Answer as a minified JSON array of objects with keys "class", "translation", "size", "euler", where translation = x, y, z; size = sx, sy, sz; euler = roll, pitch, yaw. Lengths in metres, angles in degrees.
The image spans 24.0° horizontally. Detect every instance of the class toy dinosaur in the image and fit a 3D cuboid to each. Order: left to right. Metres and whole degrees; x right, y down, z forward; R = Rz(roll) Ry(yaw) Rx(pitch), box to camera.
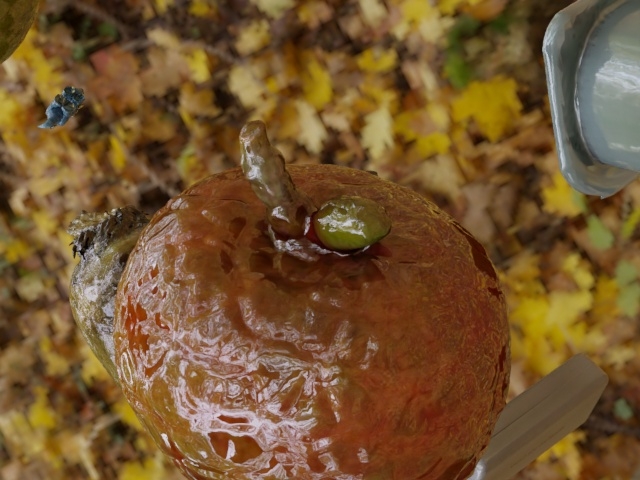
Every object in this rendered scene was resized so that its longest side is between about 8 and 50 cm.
[{"class":"toy dinosaur","translation":[-0.331,-0.169,1.932],"size":[0.030,0.083,0.047],"euler":[38,128,-2]}]

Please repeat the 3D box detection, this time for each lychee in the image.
[{"class":"lychee","translation":[-0.004,0.055,0.951],"size":[0.255,0.255,0.300],"euler":[-130,38,-50]}]

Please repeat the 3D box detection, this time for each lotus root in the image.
[{"class":"lotus root","translation":[-0.169,0.092,1.650],"size":[0.314,0.169,0.141],"euler":[58,176,-3]}]

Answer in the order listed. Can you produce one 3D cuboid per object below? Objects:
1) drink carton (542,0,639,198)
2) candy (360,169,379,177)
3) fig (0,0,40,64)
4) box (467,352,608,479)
[{"class":"drink carton","translation":[0.320,-0.118,1.235],"size":[0.190,0.185,0.191],"euler":[17,130,41]},{"class":"candy","translation":[0.000,0.000,1.793],"size":[0.051,0.226,0.094],"euler":[41,161,42]},{"class":"fig","translation":[-0.318,-0.233,1.368],"size":[0.148,0.186,0.142],"euler":[34,125,2]},{"class":"box","translation":[0.236,0.222,1.755],"size":[0.055,0.244,0.103],"euler":[43,139,23]}]
